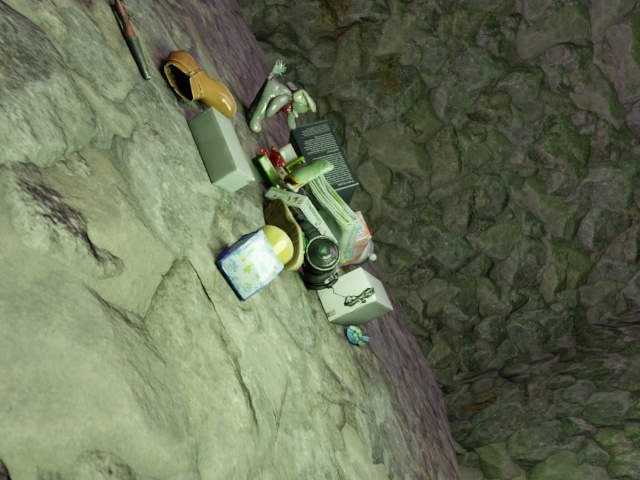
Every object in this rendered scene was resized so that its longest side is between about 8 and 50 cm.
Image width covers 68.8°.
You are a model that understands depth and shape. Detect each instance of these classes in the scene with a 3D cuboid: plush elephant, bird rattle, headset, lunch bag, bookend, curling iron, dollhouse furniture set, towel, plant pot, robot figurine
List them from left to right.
[{"bbox_3d":[-0.524,-0.570,1.317,0.274,0.035,0.068,65,12,14],"label":"curling iron"},{"bbox_3d":[-0.189,0.065,1.217,0.129,0.096,0.151,59,41,-16],"label":"lunch bag"},{"bbox_3d":[-0.160,0.037,1.365,0.134,0.134,0.095,59,36,-16],"label":"plant pot"},{"bbox_3d":[-0.193,-0.322,2.106,0.253,0.143,0.207,42,9,-27],"label":"bird rattle"},{"bbox_3d":[-0.167,-0.648,2.211,0.255,0.330,0.272,23,23,-22],"label":"plush elephant"},{"bbox_3d":[-0.112,-0.306,1.843,0.151,0.197,0.301,61,-16,-20],"label":"dollhouse furniture set"},{"bbox_3d":[-0.109,-0.158,1.950,0.157,0.072,0.156,50,-23,-27],"label":"bookend"},{"bbox_3d":[0.028,-0.094,2.039,0.320,0.090,0.374,53,-20,19],"label":"towel"},{"bbox_3d":[0.028,0.085,1.726,0.394,0.185,0.243,55,-22,34],"label":"headset"},{"bbox_3d":[0.187,0.038,2.636,0.300,0.200,0.353,26,2,15],"label":"robot figurine"}]

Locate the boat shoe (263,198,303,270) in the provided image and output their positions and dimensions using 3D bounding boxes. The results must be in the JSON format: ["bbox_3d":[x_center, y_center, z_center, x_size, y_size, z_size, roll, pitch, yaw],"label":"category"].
[{"bbox_3d":[-0.112,-0.012,1.647,0.110,0.121,0.341,51,15,-43],"label":"boat shoe"}]

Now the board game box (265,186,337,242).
[{"bbox_3d":[-0.072,-0.083,1.853,0.193,0.053,0.305,20,-23,37],"label":"board game box"}]

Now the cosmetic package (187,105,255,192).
[{"bbox_3d":[-0.307,-0.279,1.455,0.238,0.107,0.127,69,13,16],"label":"cosmetic package"}]

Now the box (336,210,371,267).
[{"bbox_3d":[0.129,0.003,2.305,0.300,0.142,0.154,110,-39,-63],"label":"box"}]

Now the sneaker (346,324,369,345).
[{"bbox_3d":[0.149,0.405,2.029,0.078,0.067,0.188,45,2,35],"label":"sneaker"}]

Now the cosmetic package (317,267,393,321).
[{"bbox_3d":[0.157,0.254,1.997,0.156,0.217,0.385,68,11,22],"label":"cosmetic package"}]

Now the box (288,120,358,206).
[{"bbox_3d":[-0.004,-0.352,2.382,0.293,0.212,0.395,113,-42,-65],"label":"box"}]

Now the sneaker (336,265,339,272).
[{"bbox_3d":[-0.001,0.094,1.977,0.131,0.112,0.296,53,4,-10],"label":"sneaker"}]

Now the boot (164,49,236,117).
[{"bbox_3d":[-0.392,-0.496,1.538,0.283,0.109,0.220,54,13,-28],"label":"boot"}]
